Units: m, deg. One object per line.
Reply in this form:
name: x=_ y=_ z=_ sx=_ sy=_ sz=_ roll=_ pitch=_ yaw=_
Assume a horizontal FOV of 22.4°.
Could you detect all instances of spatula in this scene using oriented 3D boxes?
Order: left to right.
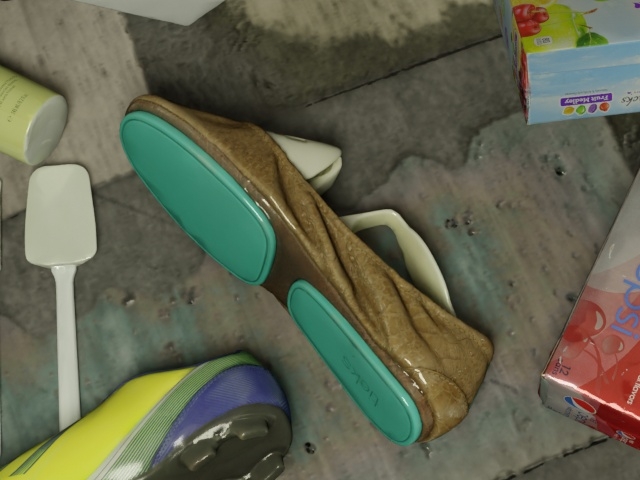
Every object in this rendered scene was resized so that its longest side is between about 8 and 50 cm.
spatula: x=-0.252 y=0.062 z=1.239 sx=0.168 sy=0.019 sz=0.242 roll=-5 pitch=71 yaw=0

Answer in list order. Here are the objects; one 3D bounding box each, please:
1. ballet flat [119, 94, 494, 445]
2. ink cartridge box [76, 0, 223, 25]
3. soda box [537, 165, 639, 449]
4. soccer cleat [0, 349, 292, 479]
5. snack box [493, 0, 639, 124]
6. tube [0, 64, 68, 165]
ballet flat: x=0.000 y=0.000 z=1.209 sx=0.124 sy=0.116 sz=0.342 roll=-37 pitch=73 yaw=-30
ink cartridge box: x=-0.218 y=-0.270 z=1.210 sx=0.065 sy=0.333 sz=0.165 roll=-28 pitch=67 yaw=36
soda box: x=0.255 y=0.016 z=1.195 sx=0.092 sy=0.083 sz=0.263 roll=25 pitch=75 yaw=12
soccer cleat: x=-0.161 y=0.163 z=1.173 sx=0.289 sy=0.093 sz=0.121 roll=-20 pitch=38 yaw=-5
snack box: x=0.225 y=-0.178 z=1.219 sx=0.175 sy=0.070 sz=0.207 roll=-6 pitch=39 yaw=2
tube: x=-0.318 y=-0.133 z=1.289 sx=0.240 sy=0.062 sz=0.070 roll=26 pitch=32 yaw=16
